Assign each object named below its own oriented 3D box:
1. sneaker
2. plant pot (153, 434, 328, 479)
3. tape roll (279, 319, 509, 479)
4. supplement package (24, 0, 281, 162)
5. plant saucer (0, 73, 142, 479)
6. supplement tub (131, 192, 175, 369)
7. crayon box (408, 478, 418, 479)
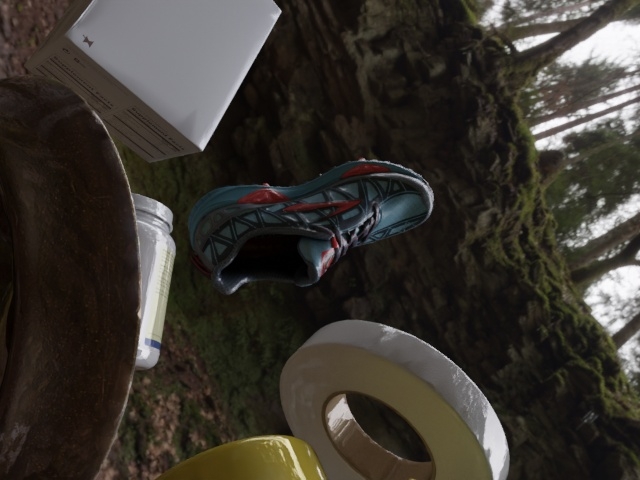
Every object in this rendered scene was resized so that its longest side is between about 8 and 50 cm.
[{"bbox_3d":[0.000,0.000,0.561,0.125,0.261,0.104,-109,-171,-49],"label":"sneaker"},{"bbox_3d":[-0.076,0.395,0.613,0.239,0.253,0.254,-122,-148,-41],"label":"plant pot"},{"bbox_3d":[0.106,0.309,0.885,0.391,0.072,0.392,20,-53,28],"label":"tape roll"},{"bbox_3d":[-0.211,-0.273,0.734,0.145,0.262,0.204,0,-32,46],"label":"supplement package"},{"bbox_3d":[-0.236,0.039,0.357,0.310,0.050,0.311,-3,-95,34],"label":"plant saucer"},{"bbox_3d":[-0.422,0.085,1.101,0.235,0.235,0.325,-28,-126,57],"label":"supplement tub"},{"bbox_3d":[0.201,0.449,0.491,0.313,0.363,0.106,19,-48,-6],"label":"crayon box"}]
